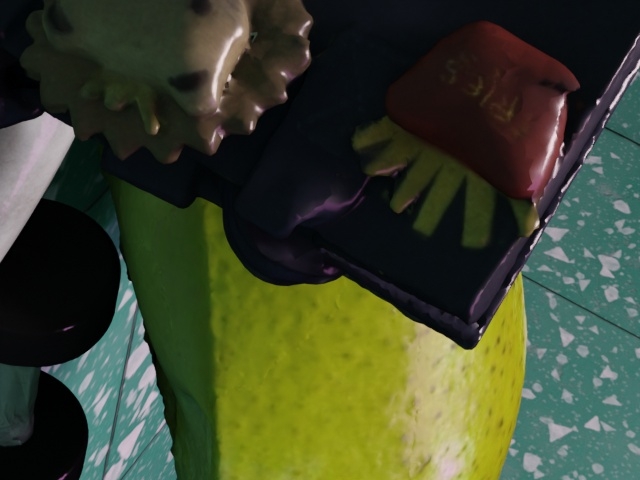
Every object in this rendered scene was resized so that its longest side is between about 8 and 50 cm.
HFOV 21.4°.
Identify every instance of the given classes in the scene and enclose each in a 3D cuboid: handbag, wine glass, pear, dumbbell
[{"bbox_3d":[0.000,-0.153,0.667,0.329,0.303,0.122,-58,168,-13],"label":"handbag"},{"bbox_3d":[-0.133,-0.095,0.832,0.262,0.074,0.074,-62,169,8],"label":"wine glass"},{"bbox_3d":[0.000,0.000,0.967,0.318,0.238,0.342,96,-18,-45],"label":"pear"},{"bbox_3d":[-0.174,0.072,0.967,0.100,0.100,0.191,-52,165,-42],"label":"dumbbell"}]
